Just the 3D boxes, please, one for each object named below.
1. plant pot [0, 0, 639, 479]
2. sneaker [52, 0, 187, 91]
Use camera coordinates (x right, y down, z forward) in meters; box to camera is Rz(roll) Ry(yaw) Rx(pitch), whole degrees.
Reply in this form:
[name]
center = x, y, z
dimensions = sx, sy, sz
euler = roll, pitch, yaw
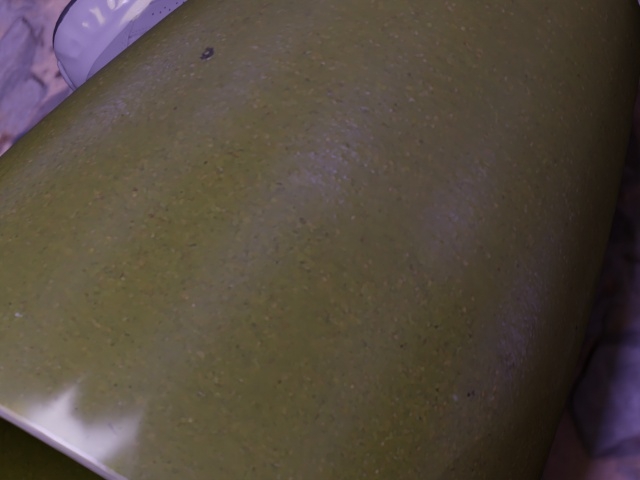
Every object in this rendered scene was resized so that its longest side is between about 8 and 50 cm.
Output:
[plant pot]
center = 0.000, 0.000, 0.753
dimensions = 0.274, 0.275, 0.293
euler = 18, 67, 38
[sneaker]
center = -0.007, -0.122, 0.898
dimensions = 0.262, 0.099, 0.121
euler = -42, 61, 23
